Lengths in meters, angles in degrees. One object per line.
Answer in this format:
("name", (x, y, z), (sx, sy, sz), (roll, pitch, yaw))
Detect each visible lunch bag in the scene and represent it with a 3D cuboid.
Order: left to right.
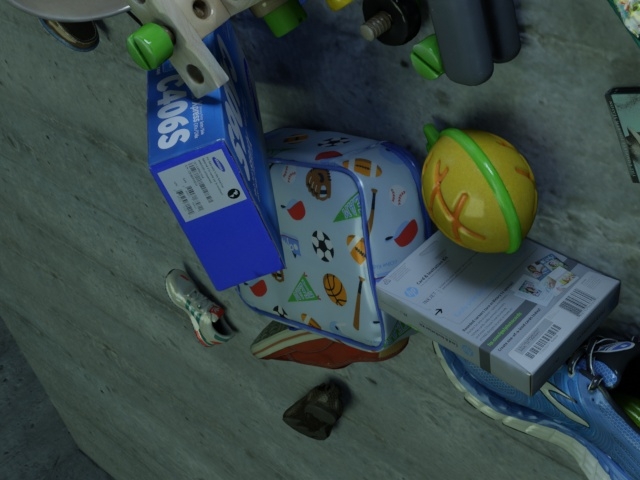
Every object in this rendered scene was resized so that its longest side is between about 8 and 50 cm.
("lunch bag", (0.000, 0.000, 1.125), (0.303, 0.115, 0.243), (14, 121, 51))

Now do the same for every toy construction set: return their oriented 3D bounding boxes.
("toy construction set", (-0.059, -0.258, 0.801), (0.257, 0.237, 0.308), (24, 143, 41))

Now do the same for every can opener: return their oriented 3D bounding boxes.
("can opener", (0.116, -0.246, 0.730), (0.095, 0.076, 0.283), (22, 143, 44))

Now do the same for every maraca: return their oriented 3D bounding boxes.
("maraca", (0.141, -0.052, 0.920), (0.185, 0.099, 0.127), (-128, 15, -69))

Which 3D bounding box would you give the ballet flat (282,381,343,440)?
("ballet flat", (-0.008, 0.279, 1.607), (0.084, 0.058, 0.250), (26, 157, 0))

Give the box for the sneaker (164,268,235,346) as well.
("sneaker", (-0.204, 0.113, 1.697), (0.075, 0.057, 0.161), (-13, 113, 42))

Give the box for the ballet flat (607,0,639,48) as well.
("ballet flat", (0.217, -0.193, 0.645), (0.077, 0.091, 0.241), (-30, 103, 40))

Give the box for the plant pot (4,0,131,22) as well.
("plant pot", (-0.268, -0.405, 0.964), (0.274, 0.256, 0.256), (56, 157, 26))

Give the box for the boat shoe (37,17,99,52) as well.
("boat shoe", (-0.368, -0.344, 1.346), (0.183, 0.066, 0.066), (52, 152, -4))

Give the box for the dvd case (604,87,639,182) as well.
("dvd case", (0.283, -0.080, 0.754), (0.119, 0.013, 0.087), (11, 134, 52))

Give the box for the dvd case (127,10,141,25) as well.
("dvd case", (-0.242, -0.367, 1.180), (0.164, 0.018, 0.221), (44, 152, 10))

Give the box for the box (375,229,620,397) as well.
("box", (0.170, 0.053, 0.948), (0.186, 0.145, 0.038), (29, 145, 34))

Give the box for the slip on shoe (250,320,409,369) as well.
("slip on shoe", (0.004, 0.132, 1.336), (0.101, 0.123, 0.331), (52, 148, -12))

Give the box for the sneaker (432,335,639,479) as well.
("sneaker", (0.259, 0.132, 0.969), (0.330, 0.130, 0.147), (34, 134, 23))

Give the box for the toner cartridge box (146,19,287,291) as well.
("toner cartridge box", (-0.112, -0.127, 0.995), (0.347, 0.075, 0.165), (-102, -7, -49))
